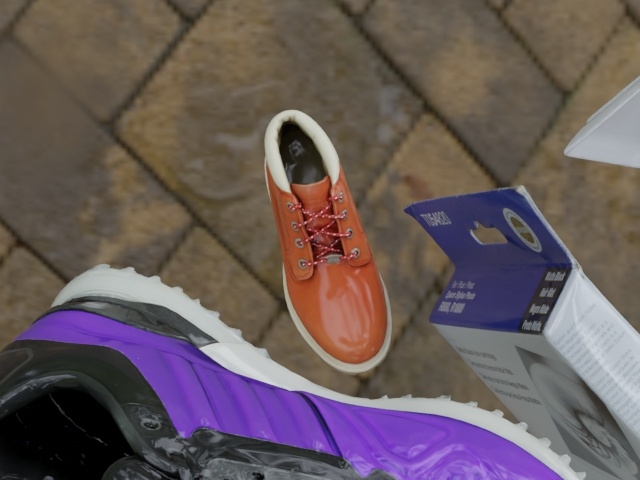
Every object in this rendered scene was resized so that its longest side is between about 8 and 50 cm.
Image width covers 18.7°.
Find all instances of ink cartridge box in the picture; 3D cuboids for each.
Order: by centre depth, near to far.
[{"bbox_3d":[0.134,0.070,1.076,0.045,0.223,0.224,-43,97,-10],"label":"ink cartridge box"}]

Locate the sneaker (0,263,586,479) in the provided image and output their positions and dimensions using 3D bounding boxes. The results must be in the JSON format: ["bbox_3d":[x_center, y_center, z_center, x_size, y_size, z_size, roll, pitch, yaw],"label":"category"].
[{"bbox_3d":[-0.025,0.117,0.832,0.146,0.293,0.102,-40,146,-58],"label":"sneaker"}]

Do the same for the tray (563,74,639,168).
[{"bbox_3d":[0.379,-0.167,1.995,0.145,0.270,0.030,5,53,-45],"label":"tray"}]

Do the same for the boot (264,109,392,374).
[{"bbox_3d":[0.000,0.000,1.129,0.059,0.084,0.158,-18,76,-3],"label":"boot"}]
